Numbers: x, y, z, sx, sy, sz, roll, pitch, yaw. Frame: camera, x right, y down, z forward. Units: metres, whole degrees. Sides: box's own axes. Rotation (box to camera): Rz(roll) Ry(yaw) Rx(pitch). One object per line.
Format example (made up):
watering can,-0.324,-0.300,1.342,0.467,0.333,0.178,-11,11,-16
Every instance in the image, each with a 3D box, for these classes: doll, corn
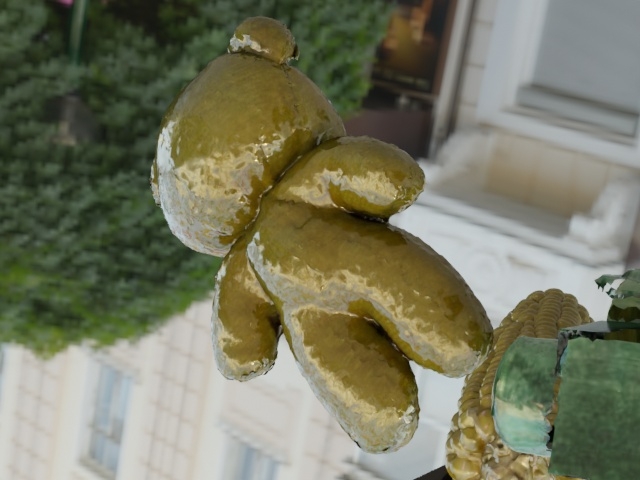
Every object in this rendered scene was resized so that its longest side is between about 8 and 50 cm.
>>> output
doll,0.000,0.000,0.640,0.097,0.137,0.209,-1,-133,-49
corn,0.191,0.141,1.248,0.130,0.130,0.347,13,-159,12

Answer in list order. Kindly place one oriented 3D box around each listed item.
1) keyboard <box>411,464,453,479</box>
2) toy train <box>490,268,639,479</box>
keyboard,0.051,0.258,1.197,0.196,0.074,0.015,-20,161,-21
toy train,0.219,0.079,0.496,0.307,0.126,0.189,4,172,28
